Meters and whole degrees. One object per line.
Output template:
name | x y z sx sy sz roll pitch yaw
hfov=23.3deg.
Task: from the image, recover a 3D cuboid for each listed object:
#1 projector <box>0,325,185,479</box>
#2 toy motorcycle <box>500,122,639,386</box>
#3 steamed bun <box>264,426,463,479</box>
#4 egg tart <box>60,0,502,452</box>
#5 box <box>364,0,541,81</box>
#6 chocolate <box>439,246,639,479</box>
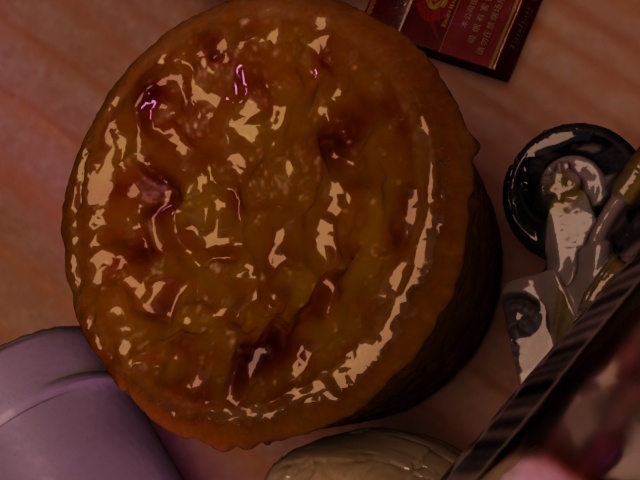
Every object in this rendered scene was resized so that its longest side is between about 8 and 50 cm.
projector | -0.073 0.199 0.732 0.108 0.108 0.337 -40 64 13
toy motorcycle | 0.158 0.052 0.670 0.152 0.073 0.225 -6 77 16
steamed bun | 0.037 0.141 0.695 0.130 0.091 0.112 10 93 44
egg tart | 0.000 0.000 0.718 0.202 0.147 0.202 -6 76 26
box | 0.066 -0.117 0.783 0.082 0.023 0.051 22 87 28
chocolate | 0.188 0.130 0.538 0.289 0.137 0.301 39 82 13
